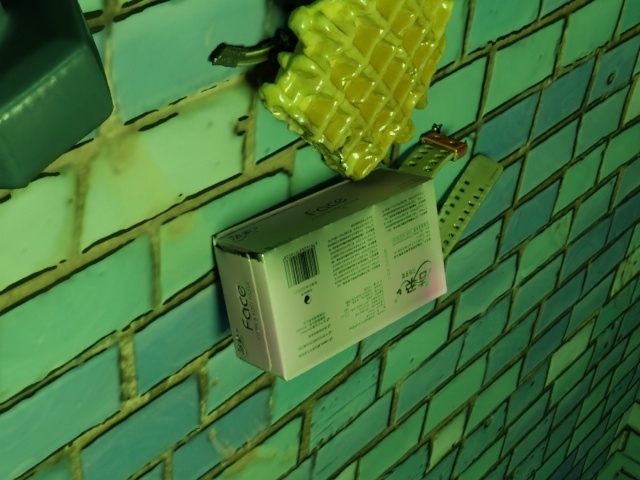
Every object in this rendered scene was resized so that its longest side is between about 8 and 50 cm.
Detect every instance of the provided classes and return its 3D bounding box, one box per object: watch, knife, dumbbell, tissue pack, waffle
[{"bbox_3d":[0.151,-0.059,1.312,0.268,0.102,0.165,-53,149,-27],"label":"watch"},{"bbox_3d":[-0.023,-0.189,0.987,0.222,0.021,0.046,-17,133,-51],"label":"knife"},{"bbox_3d":[-0.227,-0.177,0.566,0.160,0.144,0.325,-46,149,-25],"label":"dumbbell"},{"bbox_3d":[0.016,0.031,1.104,0.246,0.092,0.149,-25,115,-36],"label":"tissue pack"},{"bbox_3d":[0.047,-0.165,1.044,0.309,0.065,0.283,-33,147,-41],"label":"waffle"}]
